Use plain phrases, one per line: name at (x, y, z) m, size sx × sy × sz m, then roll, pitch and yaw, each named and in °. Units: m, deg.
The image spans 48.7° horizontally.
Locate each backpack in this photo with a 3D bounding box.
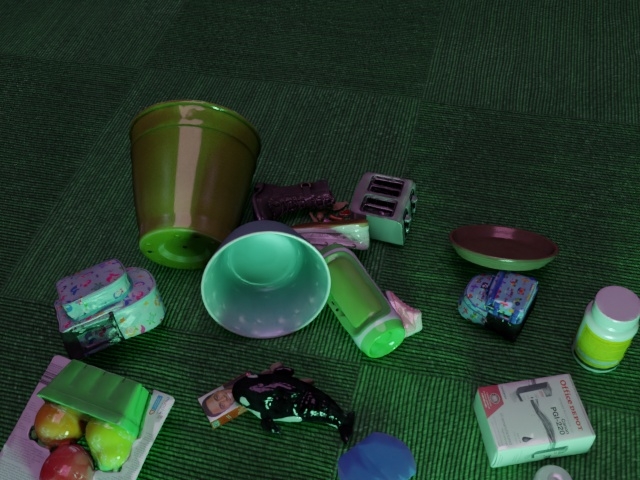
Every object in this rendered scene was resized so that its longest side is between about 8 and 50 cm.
backpack at (-0.521, 0.159, 1.747) m, size 0.253 × 0.191 × 0.225 m, roll -17°, pitch 25°, yaw -18°
backpack at (0.433, 0.143, 1.747) m, size 0.173 × 0.117 × 0.158 m, roll 23°, pitch 55°, yaw 25°

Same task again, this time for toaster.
toaster at (0.169, -0.089, 1.959) m, size 0.185 × 0.110 × 0.168 m, roll 13°, pitch 52°, yaw 14°

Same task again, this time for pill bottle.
pill bottle at (0.656, 0.203, 1.619) m, size 0.119 × 0.208 × 0.119 m, roll -2°, pitch 51°, yaw 3°

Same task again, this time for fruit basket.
fruit basket at (-0.533, 0.460, 1.557) m, size 0.327 × 0.165 × 0.353 m, roll 14°, pitch 69°, yaw 16°

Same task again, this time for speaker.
speaker at (0.089, 0.146, 1.762) m, size 0.131 × 0.131 × 0.296 m, roll -24°, pitch 53°, yaw -15°

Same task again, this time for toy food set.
toy food set at (0.033, -0.069, 2.012) m, size 0.122 × 0.019 × 0.078 m, roll -15°, pitch 51°, yaw -18°

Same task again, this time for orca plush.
orca plush at (-0.060, 0.369, 1.573) m, size 0.287 × 0.102 × 0.151 m, roll 31°, pitch 72°, yaw 7°

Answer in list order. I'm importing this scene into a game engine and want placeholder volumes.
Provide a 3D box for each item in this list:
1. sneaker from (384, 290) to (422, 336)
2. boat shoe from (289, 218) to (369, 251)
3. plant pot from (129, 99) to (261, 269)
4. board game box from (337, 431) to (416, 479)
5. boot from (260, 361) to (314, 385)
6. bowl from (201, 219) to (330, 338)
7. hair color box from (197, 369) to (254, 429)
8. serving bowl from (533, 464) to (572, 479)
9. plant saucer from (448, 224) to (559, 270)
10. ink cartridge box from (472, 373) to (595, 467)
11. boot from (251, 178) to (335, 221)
sneaker at (0.212, 0.179, 1.775) m, size 0.070 × 0.051 × 0.134 m, roll -16°, pitch 55°, yaw -11°
boat shoe at (0.000, 0.000, 1.905) m, size 0.277 × 0.096 × 0.098 m, roll -3°, pitch 12°, yaw 26°
plant pot at (-0.351, -0.123, 1.902) m, size 0.366 × 0.366 × 0.353 m, roll -1°, pitch 63°, yaw 3°
board game box at (0.120, 0.497, 1.532) m, size 0.168 × 0.033 × 0.133 m, roll -30°, pitch 50°, yaw -25°
boot at (-0.084, 0.326, 1.680) m, size 0.118 × 0.042 × 0.087 m, roll -19°, pitch 50°, yaw -12°
bowl at (-0.140, 0.073, 1.757) m, size 0.311 × 0.312 × 0.163 m, roll -9°, pitch 32°, yaw -4°
hair color box at (-0.206, 0.371, 1.649) m, size 0.141 × 0.043 × 0.072 m, roll -28°, pitch 56°, yaw -17°
serving bowl at (0.495, 0.512, 1.494) m, size 0.083 × 0.027 × 0.083 m, roll -3°, pitch 51°, yaw 3°
plant saucer at (0.468, 0.018, 1.820) m, size 0.277 × 0.041 × 0.278 m, roll 2°, pitch 19°, yaw -1°
ink cartridge box at (0.465, 0.394, 1.553) m, size 0.217 × 0.092 × 0.159 m, roll -7°, pitch 51°, yaw -4°
boot at (-0.073, -0.107, 1.982) m, size 0.228 × 0.091 × 0.263 m, roll -3°, pitch 33°, yaw 0°
